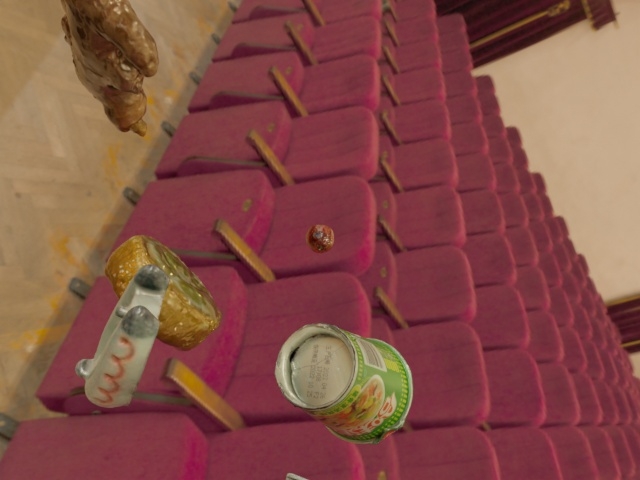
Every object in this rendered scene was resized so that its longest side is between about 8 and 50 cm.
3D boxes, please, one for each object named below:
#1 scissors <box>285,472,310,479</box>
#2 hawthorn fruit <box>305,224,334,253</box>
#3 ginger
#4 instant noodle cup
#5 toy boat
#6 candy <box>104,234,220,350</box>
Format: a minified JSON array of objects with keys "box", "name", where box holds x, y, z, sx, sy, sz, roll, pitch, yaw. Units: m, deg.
[{"box":[0.154,0.416,0.848,0.192,0.448,0.029,86,27,-50],"name":"scissors"},{"box":[0.000,-0.004,1.467,0.077,0.077,0.077,47,32,-42],"name":"hawthorn fruit"},{"box":[-0.256,-0.237,0.736,0.166,0.333,0.080,40,67,-1],"name":"ginger"},{"box":[0.039,0.247,1.081,0.232,0.207,0.206,45,32,-57],"name":"instant noodle cup"},{"box":[-0.252,0.125,0.761,0.079,0.207,0.134,17,37,-19],"name":"toy boat"},{"box":[-0.316,0.104,1.229,0.260,0.118,0.260,49,0,0],"name":"candy"}]
